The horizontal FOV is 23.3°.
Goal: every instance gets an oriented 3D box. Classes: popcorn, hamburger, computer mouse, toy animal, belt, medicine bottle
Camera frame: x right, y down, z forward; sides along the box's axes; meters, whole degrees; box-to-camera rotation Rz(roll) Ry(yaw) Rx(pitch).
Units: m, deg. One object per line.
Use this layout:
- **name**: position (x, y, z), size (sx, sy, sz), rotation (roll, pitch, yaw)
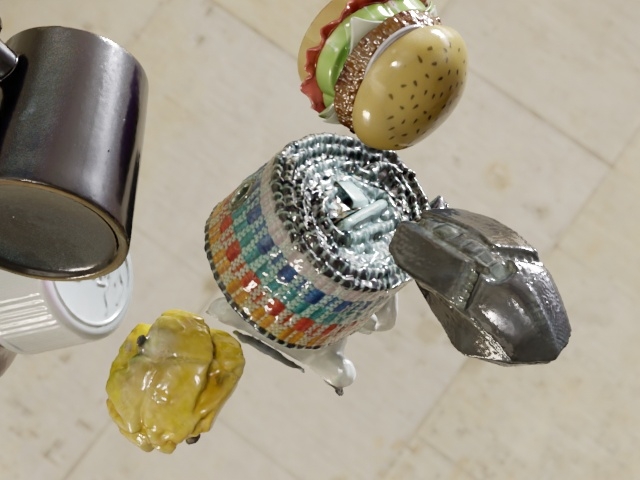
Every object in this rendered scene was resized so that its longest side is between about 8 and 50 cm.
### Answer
- **popcorn**: position (-0.165, 0.155, 1.742), size (0.167, 0.148, 0.152), rotation (-42, -31, -16)
- **hamburger**: position (0.070, -0.170, 1.565), size (0.175, 0.137, 0.175), rotation (-28, -38, -25)
- **computer mouse**: position (0.138, 0.032, 1.322), size (0.106, 0.192, 0.062), rotation (-28, -33, -22)
- **toy animal**: position (0.004, 0.035, 1.944), size (0.289, 0.249, 0.174), rotation (-38, 16, 1)
- **belt**: position (0.000, 0.000, 1.707), size (0.160, 0.207, 0.295), rotation (-42, -3, 31)
- **medicine bottle**: position (-0.420, 0.056, 1.858), size (0.395, 0.242, 0.242), rotation (-17, 11, 31)

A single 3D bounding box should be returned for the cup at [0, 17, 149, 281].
- **cup**: position (-0.245, -0.099, 1.352), size (0.239, 0.166, 0.177), rotation (62, -149, -53)
